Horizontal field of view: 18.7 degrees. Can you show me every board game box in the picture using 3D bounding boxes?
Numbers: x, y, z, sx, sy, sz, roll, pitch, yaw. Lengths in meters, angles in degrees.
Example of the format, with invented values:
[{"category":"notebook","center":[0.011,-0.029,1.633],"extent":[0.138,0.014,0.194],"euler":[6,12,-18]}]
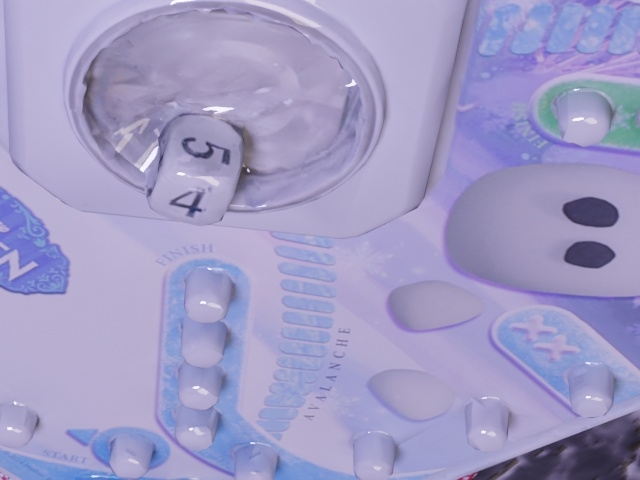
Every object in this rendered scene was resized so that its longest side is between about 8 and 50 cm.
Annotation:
[{"category":"board game box","center":[-0.025,-0.034,0.502],"extent":[0.390,0.050,0.390],"euler":[-26,132,31]}]

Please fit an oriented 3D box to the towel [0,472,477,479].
[{"category":"towel","center":[0.000,0.000,0.667],"extent":[0.199,0.031,0.275],"euler":[1,132,-21]}]
